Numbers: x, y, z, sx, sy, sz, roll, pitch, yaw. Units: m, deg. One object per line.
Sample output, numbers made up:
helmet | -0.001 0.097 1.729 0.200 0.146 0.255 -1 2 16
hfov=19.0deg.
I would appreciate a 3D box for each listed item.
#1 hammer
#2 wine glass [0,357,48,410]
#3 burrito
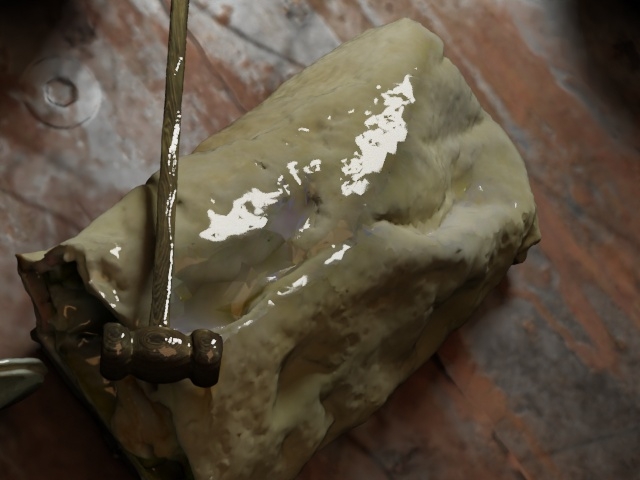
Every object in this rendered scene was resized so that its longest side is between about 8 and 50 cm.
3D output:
hammer | -0.077 -0.045 1.007 0.058 0.029 0.292 5 49 -6
wine glass | -0.164 0.160 0.983 0.122 0.122 0.183 -14 74 -24
burrito | -0.002 -0.003 1.090 0.190 0.135 0.332 46 59 8
